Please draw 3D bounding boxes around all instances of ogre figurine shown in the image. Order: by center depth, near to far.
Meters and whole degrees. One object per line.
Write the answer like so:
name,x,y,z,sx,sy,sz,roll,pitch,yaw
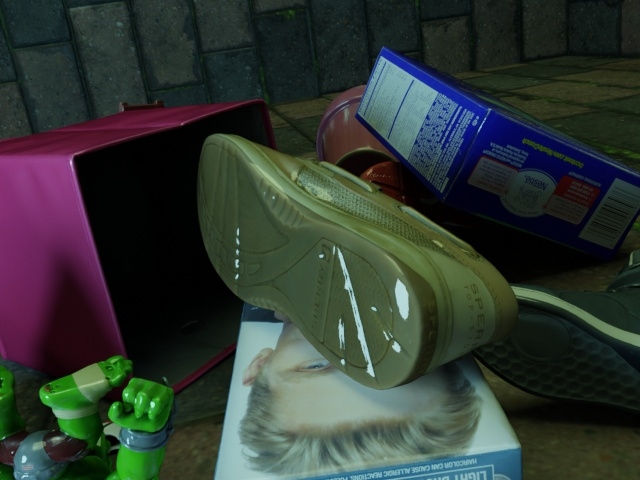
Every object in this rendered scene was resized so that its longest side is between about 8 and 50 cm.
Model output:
ogre figurine,-0.192,0.153,0.454,0.196,0.118,0.097,-8,15,-4

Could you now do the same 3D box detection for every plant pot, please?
plant pot,0.085,-0.145,1.112,0.201,0.202,0.180,-4,35,11

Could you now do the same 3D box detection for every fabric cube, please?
fabric cube,-0.212,-0.006,0.713,0.258,0.254,0.259,5,23,37

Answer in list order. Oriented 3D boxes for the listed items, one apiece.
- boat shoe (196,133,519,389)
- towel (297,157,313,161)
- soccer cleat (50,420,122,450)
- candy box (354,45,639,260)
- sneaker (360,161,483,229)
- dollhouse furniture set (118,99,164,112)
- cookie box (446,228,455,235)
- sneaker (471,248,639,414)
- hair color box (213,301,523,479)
boat shoe,0.000,0.000,0.505,0.110,0.122,0.341,-6,28,-33
towel,-0.124,-0.113,1.311,0.328,0.037,0.237,-20,22,-30
soccer cleat,-0.206,0.175,0.534,0.083,0.029,0.035,-10,15,-20
candy box,0.221,-0.124,0.835,0.268,0.122,0.317,17,22,-24
sneaker,0.113,-0.039,0.882,0.221,0.087,0.128,14,-23,-35
dollhouse furniture set,-0.332,-0.147,1.112,0.201,0.152,0.374,15,21,23
cookie box,0.124,0.020,0.820,0.107,0.040,0.092,-6,18,6
sneaker,0.228,0.061,0.535,0.226,0.086,0.163,18,32,8
hair color box,0.025,0.109,0.512,0.173,0.105,0.347,-8,20,0
